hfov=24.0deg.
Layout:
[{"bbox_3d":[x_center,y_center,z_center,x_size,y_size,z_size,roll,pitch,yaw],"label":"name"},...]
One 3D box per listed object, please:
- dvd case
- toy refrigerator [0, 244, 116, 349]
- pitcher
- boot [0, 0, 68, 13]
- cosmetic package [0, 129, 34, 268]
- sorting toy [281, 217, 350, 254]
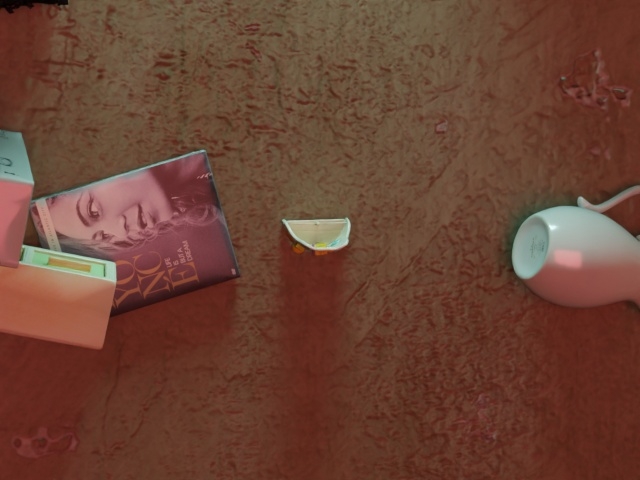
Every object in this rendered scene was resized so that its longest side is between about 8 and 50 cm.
[{"bbox_3d":[-0.222,-0.001,1.810,0.221,0.018,0.164,-17,104,-9],"label":"dvd case"},{"bbox_3d":[-0.375,0.046,1.729,0.270,0.102,0.094,12,100,-10],"label":"toy refrigerator"},{"bbox_3d":[0.353,0.003,1.902,0.207,0.125,0.177,12,77,-25],"label":"pitcher"},{"bbox_3d":[-0.340,-0.318,1.711,0.099,0.045,0.121,-3,102,-9],"label":"boot"},{"bbox_3d":[-0.451,-0.073,1.556,0.284,0.377,0.097,12,98,-16],"label":"cosmetic package"},{"bbox_3d":[0.000,0.000,1.832,0.083,0.075,0.044,-2,101,-12],"label":"sorting toy"}]
